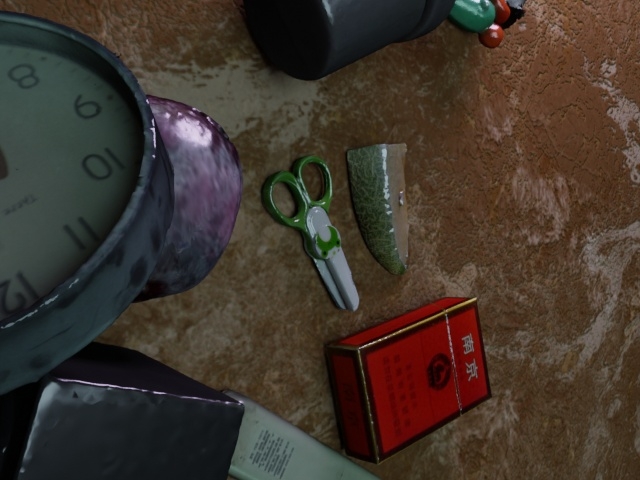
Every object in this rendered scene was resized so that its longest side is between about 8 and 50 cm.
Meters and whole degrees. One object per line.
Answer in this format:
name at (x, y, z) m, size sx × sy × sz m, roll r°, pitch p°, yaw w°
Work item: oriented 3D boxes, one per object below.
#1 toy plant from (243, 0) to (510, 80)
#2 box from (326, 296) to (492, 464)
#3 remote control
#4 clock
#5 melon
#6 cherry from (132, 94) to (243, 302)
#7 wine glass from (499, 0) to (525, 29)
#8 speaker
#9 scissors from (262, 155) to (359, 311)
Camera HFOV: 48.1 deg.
toy plant at (0.093, -0.349, 0.867) m, size 0.400 × 0.185 × 0.279 m, roll -37°, pitch 69°, yaw -29°
box at (0.126, 0.178, 0.961) m, size 0.240 × 0.074 × 0.153 m, roll -16°, pitch 95°, yaw -40°
remote control at (-0.021, 0.279, 0.866) m, size 0.309 × 0.038 × 0.090 m, roll 39°, pitch 64°, yaw -33°
clock at (-0.269, -0.039, 0.505) m, size 0.325 × 0.325 × 0.067 m, roll -48°, pitch 160°, yaw -29°
melon at (0.088, -0.040, 0.956) m, size 0.098 × 0.054 × 0.182 m, roll -8°, pitch 96°, yaw -54°
cherry at (-0.163, -0.036, 0.660) m, size 0.195 × 0.195 × 0.195 m, roll 0°, pitch 90°, yaw -39°
wine glass at (0.260, -0.413, 1.043) m, size 0.111 × 0.111 × 0.204 m, roll 22°, pitch 73°, yaw -37°
speaker at (-0.219, 0.215, 0.583) m, size 0.184 × 0.232 × 0.254 m, roll 18°, pitch 83°, yaw -37°
scissors at (0.000, 0.000, 0.888) m, size 0.101 × 0.027 × 0.204 m, roll -34°, pitch 109°, yaw -33°
